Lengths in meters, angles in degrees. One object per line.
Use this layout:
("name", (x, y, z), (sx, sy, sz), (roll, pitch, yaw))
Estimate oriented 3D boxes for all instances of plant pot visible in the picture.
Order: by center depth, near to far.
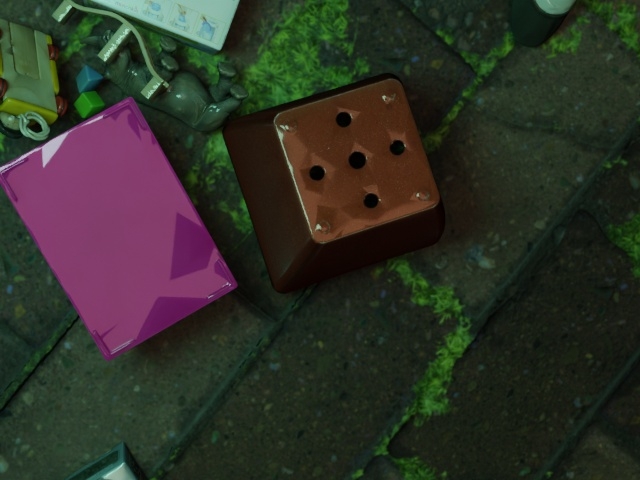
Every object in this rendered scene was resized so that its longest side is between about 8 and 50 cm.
("plant pot", (0.033, -0.095, 1.554), (0.267, 0.236, 0.267), (-18, 87, -9))

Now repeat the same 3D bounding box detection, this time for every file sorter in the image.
("file sorter", (-0.283, -0.023, 1.553), (0.202, 0.182, 0.291), (-30, 101, -7))

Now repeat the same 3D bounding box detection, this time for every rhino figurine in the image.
("rhino figurine", (-0.228, -0.229, 1.588), (0.243, 0.073, 0.106), (23, 134, -11))

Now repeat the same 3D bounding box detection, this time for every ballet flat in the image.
("ballet flat", (0.370, -0.425, 1.677), (0.095, 0.096, 0.280), (25, 91, -13))

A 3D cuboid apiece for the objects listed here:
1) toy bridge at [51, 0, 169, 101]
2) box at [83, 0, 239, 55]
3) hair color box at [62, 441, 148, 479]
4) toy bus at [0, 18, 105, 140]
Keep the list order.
("toy bridge", (-0.277, -0.270, 1.527), (0.188, 0.026, 0.063), (40, 94, 6))
("box", (-0.221, -0.346, 1.565), (0.203, 0.114, 0.103), (20, 91, -11))
("hair color box", (-0.270, 0.510, 1.648), (0.185, 0.113, 0.374), (-32, 100, -6))
("toy bus", (-0.412, -0.200, 1.504), (0.191, 0.202, 0.104), (45, 124, -1))
